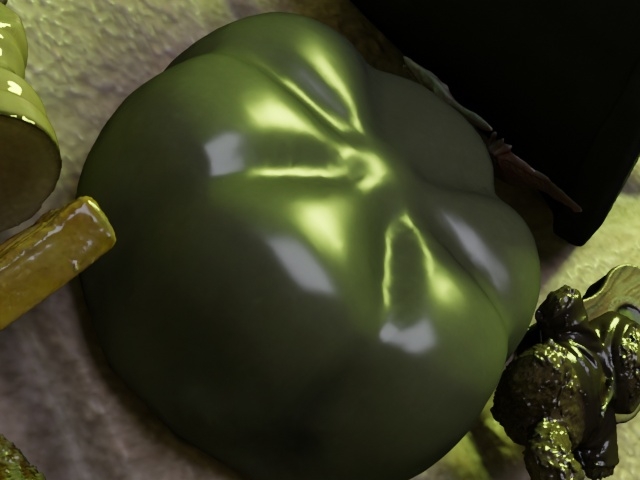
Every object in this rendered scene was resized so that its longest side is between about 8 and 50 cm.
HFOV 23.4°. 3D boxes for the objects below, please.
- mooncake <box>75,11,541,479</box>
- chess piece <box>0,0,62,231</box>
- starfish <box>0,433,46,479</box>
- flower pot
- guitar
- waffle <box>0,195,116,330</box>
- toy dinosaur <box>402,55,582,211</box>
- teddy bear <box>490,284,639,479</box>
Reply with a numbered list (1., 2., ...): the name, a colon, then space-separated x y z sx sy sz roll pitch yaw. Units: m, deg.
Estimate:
1. mooncake: 0.000 0.000 0.834 0.275 0.135 0.275 25 42 -25
2. chess piece: -0.195 -0.101 0.795 0.090 0.090 0.200 11 42 -34
3. starfish: -0.118 0.137 0.675 0.176 0.053 0.208 -17 65 -33
4. flower pot: 0.154 -0.204 1.006 0.251 0.379 0.379 29 42 7
5. guitar: 0.231 0.026 1.030 0.084 0.038 0.271 50 57 1
6. waffle: -0.189 0.045 0.721 0.191 0.125 0.032 -36 102 -21
7. toy dinosaur: 0.074 -0.068 0.966 0.220 0.108 0.032 30 67 24
8. teddy bear: 0.138 0.089 0.891 0.160 0.078 0.119 -23 103 -56
